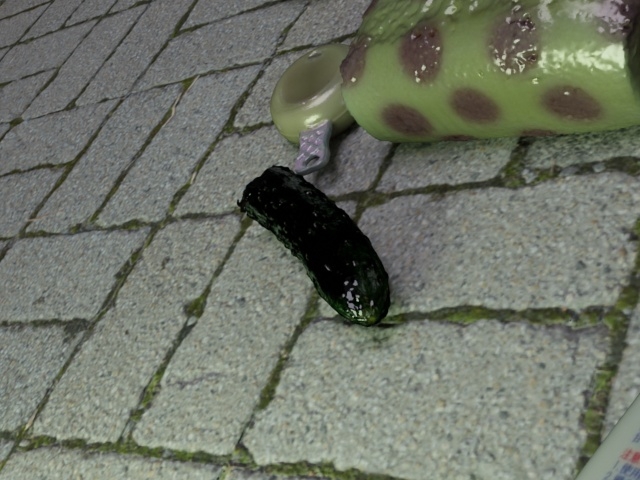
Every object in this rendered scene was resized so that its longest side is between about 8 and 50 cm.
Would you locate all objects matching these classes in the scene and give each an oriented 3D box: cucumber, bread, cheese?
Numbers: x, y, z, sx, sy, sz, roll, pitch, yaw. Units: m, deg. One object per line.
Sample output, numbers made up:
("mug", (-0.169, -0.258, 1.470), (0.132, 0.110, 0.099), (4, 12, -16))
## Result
("cucumber", (0.000, 0.000, 0.988), (0.081, 0.072, 0.303), (-39, 34, -6))
("bread", (0.191, -0.203, 0.982), (0.338, 0.155, 0.187), (3, 55, 44))
("cheese", (-0.002, -0.154, 1.188), (0.137, 0.064, 0.227), (-23, 37, 24))

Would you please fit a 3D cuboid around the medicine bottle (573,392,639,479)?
("medicine bottle", (0.261, 0.101, 0.568), (0.341, 0.130, 0.130), (-48, 35, -14))
